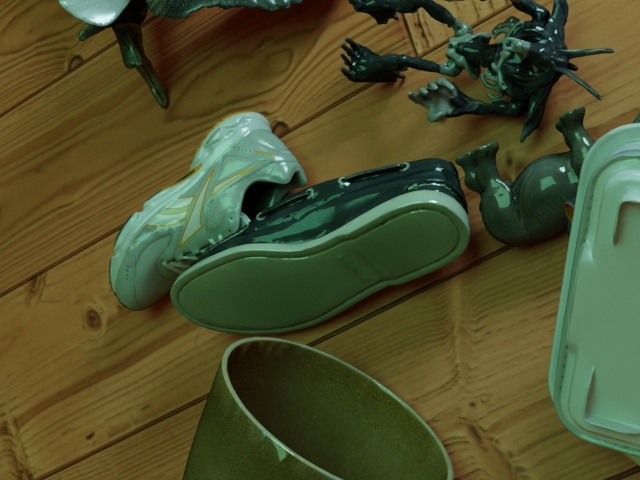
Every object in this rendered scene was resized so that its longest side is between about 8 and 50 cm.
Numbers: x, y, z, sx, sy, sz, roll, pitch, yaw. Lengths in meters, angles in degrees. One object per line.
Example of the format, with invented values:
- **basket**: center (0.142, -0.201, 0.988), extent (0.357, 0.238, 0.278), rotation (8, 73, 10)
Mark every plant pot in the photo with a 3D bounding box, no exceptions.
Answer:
- **plant pot**: center (-0.041, 0.260, 1.222), extent (0.237, 0.237, 0.254), rotation (44, 113, 35)

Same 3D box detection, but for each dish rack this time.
- **dish rack**: center (0.341, 0.074, 1.005), extent (0.333, 0.072, 0.285), rotation (14, 114, 22)

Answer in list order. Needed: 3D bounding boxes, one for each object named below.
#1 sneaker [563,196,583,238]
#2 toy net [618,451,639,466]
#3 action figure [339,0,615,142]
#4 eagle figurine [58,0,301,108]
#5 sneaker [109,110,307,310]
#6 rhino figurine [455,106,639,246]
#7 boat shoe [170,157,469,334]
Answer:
- **sneaker**: center (0.291, -0.077, 1.106), extent (0.180, 0.124, 0.321), rotation (-9, 83, 4)
- **toy net**: center (0.305, 0.168, 1.131), extent (0.122, 0.045, 0.232), rotation (-13, 69, 10)
- **action figure**: center (0.141, -0.191, 1.298), extent (0.275, 0.141, 0.164), rotation (14, 96, 35)
- **eagle figurine**: center (-0.144, -0.335, 1.502), extent (0.298, 0.226, 0.225), rotation (-30, 40, 26)
- **sneaker**: center (-0.123, -0.013, 1.430), extent (0.262, 0.099, 0.121), rotation (-51, 59, 8)
- **rhino figurine**: center (0.249, -0.070, 1.223), extent (0.243, 0.073, 0.106), rotation (-21, 90, 24)
- **boat shoe**: center (-0.002, -0.003, 1.340), extent (0.340, 0.127, 0.113), rotation (-24, 36, 30)
